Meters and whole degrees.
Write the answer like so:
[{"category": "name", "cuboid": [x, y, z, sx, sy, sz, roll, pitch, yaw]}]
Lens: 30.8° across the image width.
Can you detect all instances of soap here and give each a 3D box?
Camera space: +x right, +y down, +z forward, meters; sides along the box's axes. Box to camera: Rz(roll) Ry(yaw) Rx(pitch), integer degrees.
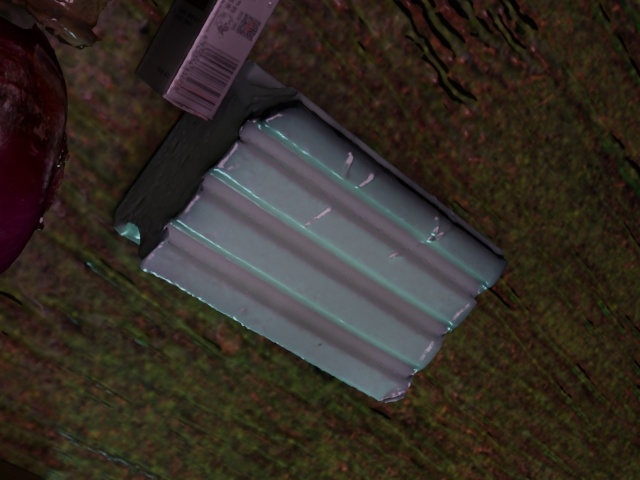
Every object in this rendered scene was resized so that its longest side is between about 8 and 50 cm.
[{"category": "soap", "cuboid": [0.000, 0.000, 0.819, 0.261, 0.094, 0.150, 34, 98, -37]}]

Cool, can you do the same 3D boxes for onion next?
[{"category": "onion", "cuboid": [-0.236, -0.043, 0.620, 0.198, 0.135, 0.173, 3, 147, -19]}]

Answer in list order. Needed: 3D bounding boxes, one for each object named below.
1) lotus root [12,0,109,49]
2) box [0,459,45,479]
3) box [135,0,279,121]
[{"category": "lotus root", "cuboid": [-0.071, -0.240, 0.641, 0.146, 0.131, 0.303, 30, 95, -34]}, {"category": "box", "cuboid": [-0.253, 0.277, 0.759, 0.237, 0.152, 0.070, -51, 125, -1]}, {"category": "box", "cuboid": [-0.041, -0.183, 0.731, 0.039, 0.055, 0.218, 25, 98, -36]}]
